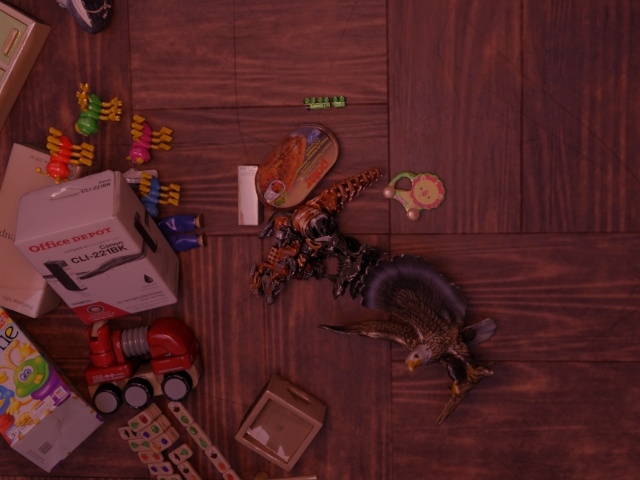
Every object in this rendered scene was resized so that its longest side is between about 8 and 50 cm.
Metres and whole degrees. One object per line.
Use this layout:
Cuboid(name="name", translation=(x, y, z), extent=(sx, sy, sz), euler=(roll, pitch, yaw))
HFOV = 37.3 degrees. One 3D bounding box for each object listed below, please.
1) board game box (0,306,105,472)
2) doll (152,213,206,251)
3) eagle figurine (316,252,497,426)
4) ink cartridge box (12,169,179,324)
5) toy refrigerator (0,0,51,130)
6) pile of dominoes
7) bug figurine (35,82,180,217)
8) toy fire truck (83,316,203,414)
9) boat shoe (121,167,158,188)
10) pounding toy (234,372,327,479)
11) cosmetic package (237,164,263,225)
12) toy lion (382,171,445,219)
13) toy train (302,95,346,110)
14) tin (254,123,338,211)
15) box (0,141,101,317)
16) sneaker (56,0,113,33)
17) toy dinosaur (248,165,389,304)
Cuboid(name="board game box", translation=(-0.560, 0.277, 1.788), extent=(0.142, 0.144, 0.275), euler=(-43, 57, -13))
Cuboid(name="doll", translation=(-0.321, -0.003, 1.857), extent=(0.188, 0.046, 0.129), euler=(-6, 100, 7))
Cuboid(name="eagle figurine", translation=(0.177, 0.169, 1.739), extent=(0.298, 0.225, 0.226), euler=(41, 89, 7))
Cuboid(name="ink cartridge box", translation=(-0.400, 0.018, 1.721), extent=(0.196, 0.114, 0.273), euler=(-14, 139, 10))
Cuboid(name="toy refrigerator", translation=(-0.636, -0.321, 1.827), extent=(0.102, 0.094, 0.270), euler=(30, 98, 2))
Cuboid(name="pile of dominoes", translation=(-0.284, 0.440, 1.869), extent=(0.196, 0.040, 0.251), euler=(-36, 93, 35))
Cuboid(name="bug figurine", translation=(-0.389, -0.159, 1.766), extent=(0.072, 0.279, 0.216), euler=(-22, 52, 44))
Cuboid(name="toy fire truck", translation=(-0.359, 0.184, 1.848), extent=(0.217, 0.158, 0.246), euler=(-12, 106, 8))
Cuboid(name="boat shoe", translation=(-0.366, -0.125, 1.857), extent=(0.100, 0.035, 0.035), euler=(-3, 69, 10))
Cuboid(name="pounding toy", translation=(-0.073, 0.397, 1.861), extent=(0.181, 0.094, 0.206), euler=(32, 108, -4))
Cuboid(name="cosmetic package", translation=(-0.134, -0.088, 1.820), extent=(0.041, 0.060, 0.115), euler=(1, 96, 8))
Cuboid(name="toy lion", translation=(0.183, -0.093, 1.803), extent=(0.100, 0.034, 0.096), euler=(42, 92, 0))
Cuboid(name="toy train", translation=(0.008, -0.262, 1.806), extent=(0.083, 0.017, 0.024), euler=(-3, 107, 6))
Cuboid(name="tin", translation=(-0.044, -0.135, 1.779), extent=(0.106, 0.040, 0.190), euler=(37, 72, 12))
Cuboid(name="box", translation=(-0.550, -0.023, 1.840), extent=(0.147, 0.121, 0.311), euler=(18, 98, 4))
Cuboid(name="sneaker", translation=(-0.501, -0.510, 1.801), extent=(0.122, 0.110, 0.283), euler=(-28, 91, 26))
Cuboid(name="toy dinosaur", translation=(0.000, 0.000, 1.780), extent=(0.218, 0.164, 0.322), euler=(43, 121, 16))
